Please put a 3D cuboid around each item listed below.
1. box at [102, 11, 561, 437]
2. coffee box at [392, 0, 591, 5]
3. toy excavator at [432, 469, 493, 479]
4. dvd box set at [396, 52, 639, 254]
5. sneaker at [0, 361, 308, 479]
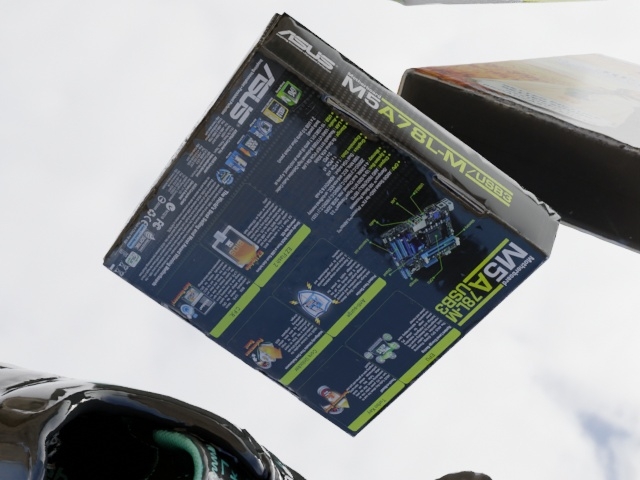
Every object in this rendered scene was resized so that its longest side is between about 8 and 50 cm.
[{"bbox_3d":[0.000,0.000,0.729,0.191,0.184,0.045,-49,-169,39],"label":"box"},{"bbox_3d":[0.055,-0.390,1.128,0.338,0.334,0.338,20,-70,36],"label":"coffee box"},{"bbox_3d":[0.104,0.447,0.955,0.445,0.222,0.433,-43,-150,-14],"label":"toy excavator"},{"bbox_3d":[0.266,-0.055,0.938,0.307,0.420,0.062,24,-72,23],"label":"dvd box set"},{"bbox_3d":[-0.051,0.129,0.578,0.106,0.267,0.101,-15,-125,50],"label":"sneaker"}]
